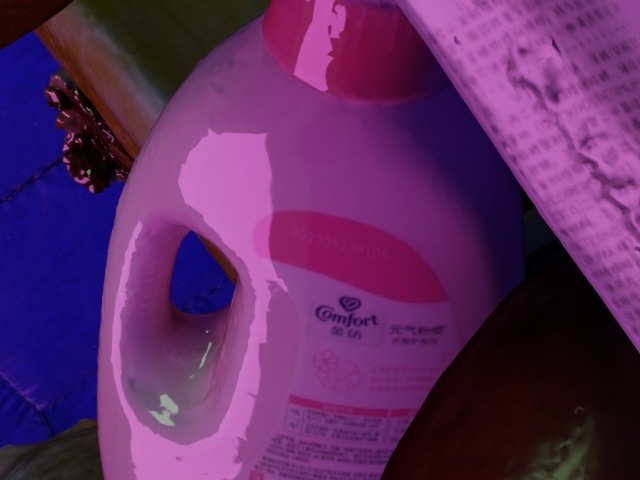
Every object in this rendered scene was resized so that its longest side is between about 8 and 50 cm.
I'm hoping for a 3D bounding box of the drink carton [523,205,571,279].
[{"bbox_3d":[0.144,0.102,0.795,0.222,0.102,0.134,50,172,32],"label":"drink carton"}]

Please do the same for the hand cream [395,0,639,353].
[{"bbox_3d":[0.103,-0.003,0.469,0.336,0.076,0.121,53,153,-9],"label":"hand cream"}]

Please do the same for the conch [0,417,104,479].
[{"bbox_3d":[-0.015,0.218,0.873,0.352,0.297,0.210,48,143,49],"label":"conch"}]

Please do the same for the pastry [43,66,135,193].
[{"bbox_3d":[-0.096,-0.091,1.621,0.237,0.170,0.256,34,168,7],"label":"pastry"}]

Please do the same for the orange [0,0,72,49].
[{"bbox_3d":[-0.129,-0.162,0.438,0.183,0.249,0.249,47,172,28],"label":"orange"}]

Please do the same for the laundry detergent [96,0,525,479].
[{"bbox_3d":[0.000,0.000,0.703,0.088,0.159,0.335,-72,-6,-50],"label":"laundry detergent"}]

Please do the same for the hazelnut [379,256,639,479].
[{"bbox_3d":[0.103,0.089,0.613,0.178,0.204,0.178,11,105,49],"label":"hazelnut"}]

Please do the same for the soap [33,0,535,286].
[{"bbox_3d":[-0.029,-0.080,0.950,0.335,0.156,0.293,49,174,38],"label":"soap"}]
